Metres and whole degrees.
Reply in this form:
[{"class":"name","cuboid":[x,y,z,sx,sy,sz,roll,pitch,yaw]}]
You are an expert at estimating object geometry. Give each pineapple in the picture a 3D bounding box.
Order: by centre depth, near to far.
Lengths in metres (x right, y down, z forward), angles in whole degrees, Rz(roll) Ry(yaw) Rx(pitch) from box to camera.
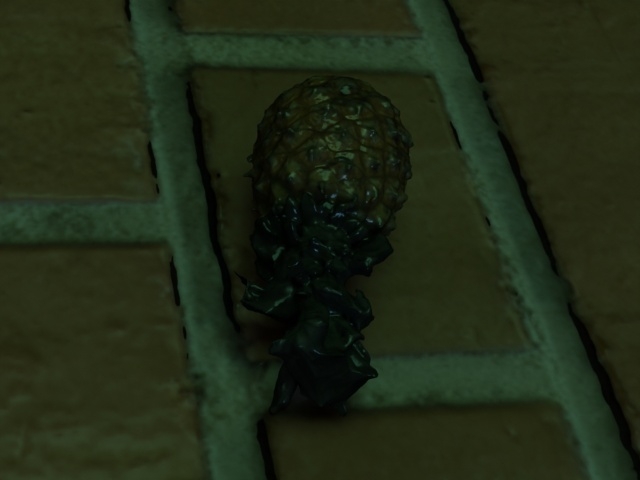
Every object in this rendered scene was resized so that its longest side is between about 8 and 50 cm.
[{"class":"pineapple","cuboid":[0.001,0.000,0.949,0.128,0.128,0.248,11,51,-5]}]
